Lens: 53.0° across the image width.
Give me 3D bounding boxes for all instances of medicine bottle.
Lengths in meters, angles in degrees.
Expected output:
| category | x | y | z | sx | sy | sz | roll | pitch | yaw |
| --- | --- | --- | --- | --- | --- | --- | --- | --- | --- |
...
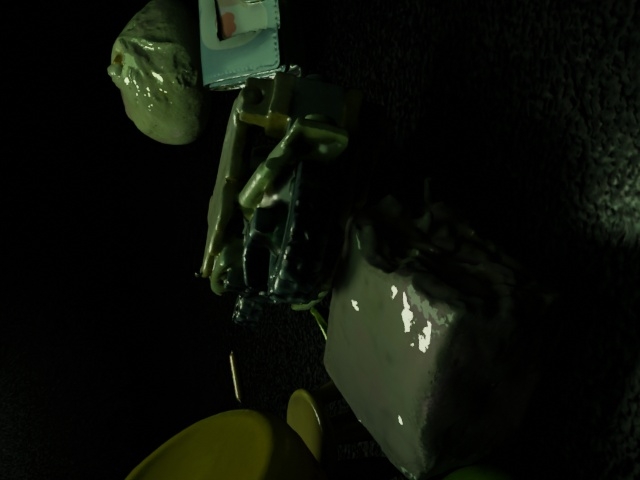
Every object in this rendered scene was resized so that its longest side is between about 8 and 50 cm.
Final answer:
| category | x | y | z | sx | sy | sz | roll | pitch | yaw |
| --- | --- | --- | --- | --- | --- | --- | --- | --- | --- |
| medicine bottle | -0.032 | 0.377 | 0.639 | 0.384 | 0.224 | 0.224 | 60 | 159 | -18 |

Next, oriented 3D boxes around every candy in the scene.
| category | x | y | z | sx | sy | sz | roll | pitch | yaw |
| --- | --- | --- | --- | --- | --- | --- | --- | --- | --- |
| candy | 0.093 | 0.076 | 0.551 | 0.185 | 0.137 | 0.195 | 50 | 140 | 49 |

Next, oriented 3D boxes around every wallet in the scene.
| category | x | y | z | sx | sy | sz | roll | pitch | yaw |
| --- | --- | --- | --- | --- | --- | --- | --- | --- | --- |
| wallet | -0.097 | -0.336 | 0.853 | 0.176 | 0.075 | 0.250 | 1 | 98 | 39 |

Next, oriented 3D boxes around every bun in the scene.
| category | x | y | z | sx | sy | sz | roll | pitch | yaw |
| --- | --- | --- | --- | --- | --- | --- | --- | --- | --- |
| bun | -0.327 | -0.324 | 1.260 | 0.283 | 0.179 | 0.283 | 171 | 90 | -66 |

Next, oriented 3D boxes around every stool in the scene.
| category | x | y | z | sx | sy | sz | roll | pitch | yaw |
| --- | --- | --- | --- | --- | --- | --- | --- | --- | --- |
| stool | 0.031 | 0.215 | 0.737 | 0.135 | 0.110 | 0.134 | 149 | 113 | -63 |

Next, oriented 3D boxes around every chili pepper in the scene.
| category | x | y | z | sx | sy | sz | roll | pitch | yaw |
| --- | --- | --- | --- | --- | --- | --- | --- | --- | --- |
| chili pepper | 0.005 | 0.121 | 0.873 | 0.030 | 0.017 | 0.083 | 100 | 152 | -47 |

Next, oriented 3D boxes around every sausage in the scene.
| category | x | y | z | sx | sy | sz | roll | pitch | yaw |
| --- | --- | --- | --- | --- | --- | --- | --- | --- | --- |
| sausage | -0.164 | 0.265 | 1.249 | 0.015 | 0.015 | 0.100 | -26 | 73 | 63 |

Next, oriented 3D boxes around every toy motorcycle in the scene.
| category | x | y | z | sx | sy | sz | roll | pitch | yaw |
| --- | --- | --- | --- | --- | --- | --- | --- | --- | --- |
| toy motorcycle | -0.040 | -0.028 | 0.712 | 0.410 | 0.168 | 0.237 | 142 | 138 | -73 |

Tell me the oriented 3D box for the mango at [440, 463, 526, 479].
| category | x | y | z | sx | sy | sz | roll | pitch | yaw |
| --- | --- | --- | --- | --- | --- | --- | --- | --- | --- |
| mango | 0.133 | 0.336 | 0.533 | 0.175 | 0.143 | 0.293 | -13 | 75 | 62 |
